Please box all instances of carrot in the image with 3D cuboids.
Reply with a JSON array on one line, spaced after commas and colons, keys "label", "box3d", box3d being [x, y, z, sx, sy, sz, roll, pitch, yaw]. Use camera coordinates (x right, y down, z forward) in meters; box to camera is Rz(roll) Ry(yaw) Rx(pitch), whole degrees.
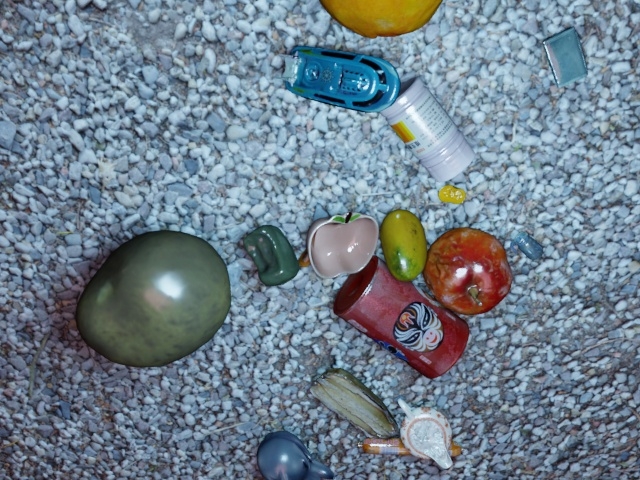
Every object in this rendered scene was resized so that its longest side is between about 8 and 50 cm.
[{"label": "carrot", "box3d": [0.000, 0.000, 1.623, 0.037, 0.037, 0.190, 34, 107, -12]}]

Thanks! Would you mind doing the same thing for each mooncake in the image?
[{"label": "mooncake", "box3d": [-0.136, 0.044, 1.575, 0.104, 0.175, 0.168, -27, 134, 11]}]

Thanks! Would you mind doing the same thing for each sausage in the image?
[{"label": "sausage", "box3d": [0.295, 0.670, 1.867, 0.348, 0.053, 0.053, 2, 111, -1]}]

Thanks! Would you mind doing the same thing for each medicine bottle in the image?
[{"label": "medicine bottle", "box3d": [0.272, -0.280, 1.465, 0.133, 0.133, 0.250, -39, 107, 14]}]

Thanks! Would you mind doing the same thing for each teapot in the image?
[{"label": "teapot", "box3d": [0.322, 0.593, 1.804, 0.245, 0.116, 0.159, 45, 106, 0]}, {"label": "teapot", "box3d": [0.583, 0.016, 1.624, 0.083, 0.063, 0.049, 41, 74, -11]}]

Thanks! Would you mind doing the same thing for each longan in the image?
[{"label": "longan", "box3d": [-0.428, 0.152, 1.518, 0.404, 0.404, 0.336, -35, 67, 13]}]

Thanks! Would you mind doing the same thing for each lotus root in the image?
[{"label": "lotus root", "box3d": [0.123, 0.503, 1.798, 0.329, 0.078, 0.167, 44, 128, -16]}]

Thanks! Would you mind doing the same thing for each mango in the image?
[{"label": "mango", "box3d": [0.224, 0.018, 1.538, 0.120, 0.221, 0.151, -17, 143, 20]}]

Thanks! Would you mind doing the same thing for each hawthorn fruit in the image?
[{"label": "hawthorn fruit", "box3d": [0.397, 0.103, 1.535, 0.242, 0.272, 0.242, 0, 121, 0]}]

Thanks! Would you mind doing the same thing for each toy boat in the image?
[{"label": "toy boat", "box3d": [0.040, -0.387, 1.385, 0.299, 0.092, 0.134, 17, 109, 23]}]

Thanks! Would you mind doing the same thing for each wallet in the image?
[{"label": "wallet", "box3d": [0.616, -0.460, 1.448, 0.088, 0.026, 0.129, -25, 108, 5]}]

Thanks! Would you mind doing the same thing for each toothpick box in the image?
[{"label": "toothpick box", "box3d": [0.226, 0.215, 1.616, 0.333, 0.204, 0.204, 37, 107, -11]}]

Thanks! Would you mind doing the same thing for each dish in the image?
[{"label": "dish", "box3d": [0.048, -0.007, 1.568, 0.213, 0.090, 0.213, -11, 122, -19]}]

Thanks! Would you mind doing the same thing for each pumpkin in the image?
[{"label": "pumpkin", "box3d": [0.356, -0.127, 1.576, 0.083, 0.028, 0.050, 17, 109, -15]}]

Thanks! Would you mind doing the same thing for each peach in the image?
[{"label": "peach", "box3d": [0.129, -0.592, 1.238, 0.342, 0.343, 0.302, 4, 108, -1]}]

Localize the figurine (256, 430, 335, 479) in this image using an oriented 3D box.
[{"label": "figurine", "box3d": [-0.088, 0.729, 1.839, 0.265, 0.197, 0.175, 40, 82, -9]}]
